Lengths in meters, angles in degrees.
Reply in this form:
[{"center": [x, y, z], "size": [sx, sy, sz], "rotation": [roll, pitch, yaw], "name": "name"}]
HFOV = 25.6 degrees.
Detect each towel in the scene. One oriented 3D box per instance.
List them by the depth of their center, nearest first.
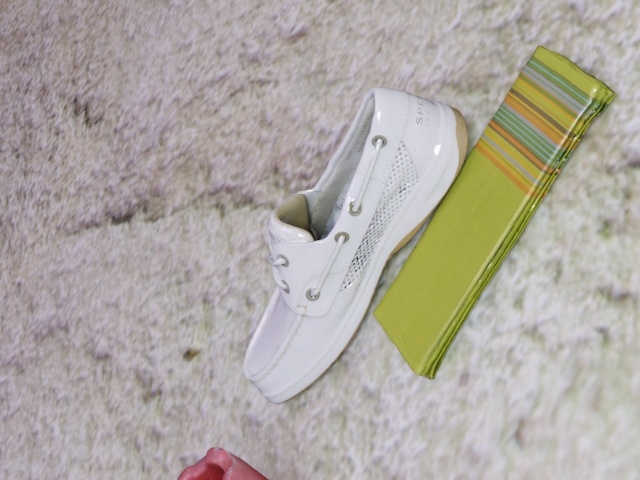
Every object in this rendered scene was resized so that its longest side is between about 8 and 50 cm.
[{"center": [0.117, -0.022, 0.995], "size": [0.237, 0.021, 0.102], "rotation": [-59, 26, 13], "name": "towel"}]

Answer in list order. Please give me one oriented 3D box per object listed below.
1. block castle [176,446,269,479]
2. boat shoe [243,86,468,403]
[{"center": [-0.103, 0.371, 0.816], "size": [0.303, 0.212, 0.453], "rotation": [-44, 29, 31], "name": "block castle"}, {"center": [0.000, 0.000, 1.071], "size": [0.277, 0.096, 0.098], "rotation": [-59, 27, 20], "name": "boat shoe"}]
